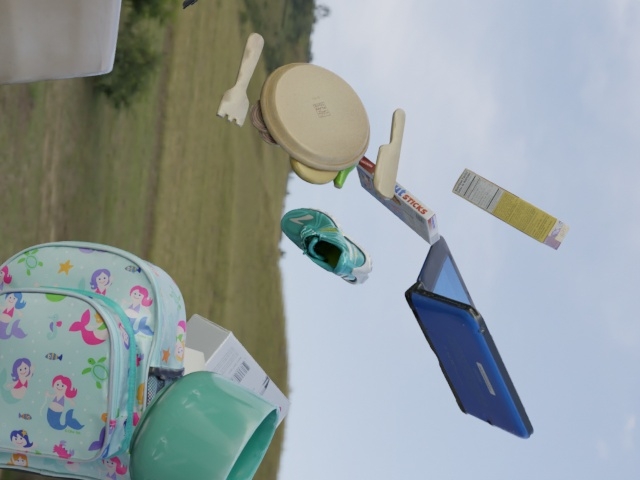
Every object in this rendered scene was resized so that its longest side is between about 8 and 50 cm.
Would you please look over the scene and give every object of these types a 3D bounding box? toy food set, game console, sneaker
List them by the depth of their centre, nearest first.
[{"bbox_3d":[-0.009,-0.118,0.898,0.038,0.192,0.132,-41,-151,52],"label":"toy food set"},{"bbox_3d":[0.284,0.163,1.584,0.250,0.173,0.293,16,-40,55],"label":"game console"},{"bbox_3d":[0.000,0.000,1.967,0.275,0.110,0.107,35,-76,42],"label":"sneaker"}]

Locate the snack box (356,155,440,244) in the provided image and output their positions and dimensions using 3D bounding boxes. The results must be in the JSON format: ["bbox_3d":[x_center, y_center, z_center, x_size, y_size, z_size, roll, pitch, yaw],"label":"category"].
[{"bbox_3d":[0.117,-0.065,1.398,0.178,0.022,0.064,44,-16,37],"label":"snack box"}]

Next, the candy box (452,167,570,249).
[{"bbox_3d":[0.330,-0.054,1.557,0.186,0.109,0.053,35,-81,27],"label":"candy box"}]

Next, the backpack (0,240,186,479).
[{"bbox_3d":[-0.265,0.127,0.973,0.191,0.225,0.254,55,43,-72],"label":"backpack"}]

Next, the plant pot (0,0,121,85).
[{"bbox_3d":[-0.332,-0.304,0.928,0.323,0.323,0.281,-142,-134,-72],"label":"plant pot"}]

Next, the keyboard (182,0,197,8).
[{"bbox_3d":[-0.106,-0.347,1.140,0.192,0.038,0.100,-6,-129,58],"label":"keyboard"}]

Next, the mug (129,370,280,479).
[{"bbox_3d":[-0.115,0.194,0.806,0.158,0.097,0.129,-66,168,15],"label":"mug"}]

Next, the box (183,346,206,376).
[{"bbox_3d":[-0.250,0.322,1.564,0.113,0.094,0.275,-43,-136,26],"label":"box"}]

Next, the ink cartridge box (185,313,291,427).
[{"bbox_3d":[-0.229,0.342,1.924,0.129,0.307,0.223,22,-115,41],"label":"ink cartridge box"}]
